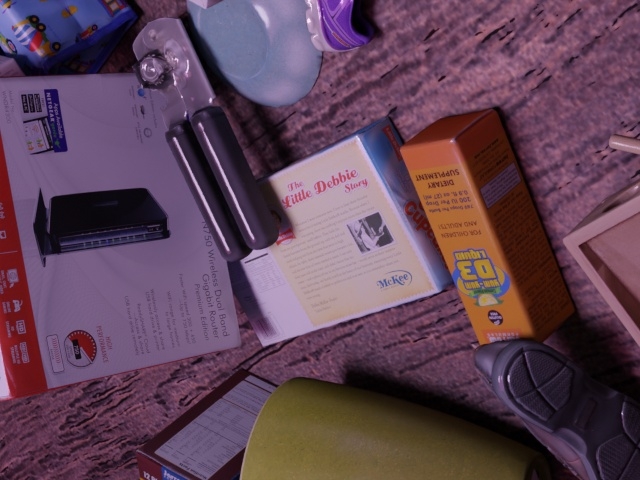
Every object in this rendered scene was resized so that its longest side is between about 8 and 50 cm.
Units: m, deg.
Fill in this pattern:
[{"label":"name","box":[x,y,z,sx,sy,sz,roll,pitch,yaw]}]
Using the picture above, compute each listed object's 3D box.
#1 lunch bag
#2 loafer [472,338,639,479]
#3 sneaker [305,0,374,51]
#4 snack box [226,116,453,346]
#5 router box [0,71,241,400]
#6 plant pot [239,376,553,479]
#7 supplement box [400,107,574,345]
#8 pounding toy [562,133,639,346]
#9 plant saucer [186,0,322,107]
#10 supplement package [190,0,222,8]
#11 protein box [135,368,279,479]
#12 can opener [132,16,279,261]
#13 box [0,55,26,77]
[{"label":"lunch bag","box":[-0.377,-0.271,1.571,0.221,0.138,0.293,51,152,0]},{"label":"loafer","box":[0.260,0.181,1.266,0.267,0.096,0.084,41,169,-21]},{"label":"sneaker","box":[0.015,-0.267,1.240,0.071,0.068,0.169,-1,126,27]},{"label":"snack box","box":[0.000,0.000,1.426,0.322,0.060,0.187,-21,100,49]},{"label":"router box","box":[-0.258,-0.016,1.403,0.082,0.301,0.335,-13,88,50]},{"label":"plant pot","box":[0.101,0.294,1.414,0.294,0.275,0.274,-1,117,27]},{"label":"supplement box","box":[0.167,-0.008,1.251,0.078,0.080,0.233,-7,115,47]},{"label":"pounding toy","box":[0.317,-0.031,1.079,0.181,0.094,0.206,54,139,-1]},{"label":"plant saucer","box":[-0.085,-0.228,1.368,0.195,0.037,0.194,25,132,31]},{"label":"supplement package","box":[-0.125,-0.394,1.206,0.204,0.145,0.261,31,135,25]},{"label":"protein box","box":[-0.112,0.318,1.646,0.136,0.201,0.199,22,130,32]},{"label":"can opener","box":[-0.120,-0.120,1.410,0.076,0.095,0.283,-25,90,31]},{"label":"box","box":[-0.427,-0.193,1.558,0.324,0.067,0.063,21,145,60]}]
